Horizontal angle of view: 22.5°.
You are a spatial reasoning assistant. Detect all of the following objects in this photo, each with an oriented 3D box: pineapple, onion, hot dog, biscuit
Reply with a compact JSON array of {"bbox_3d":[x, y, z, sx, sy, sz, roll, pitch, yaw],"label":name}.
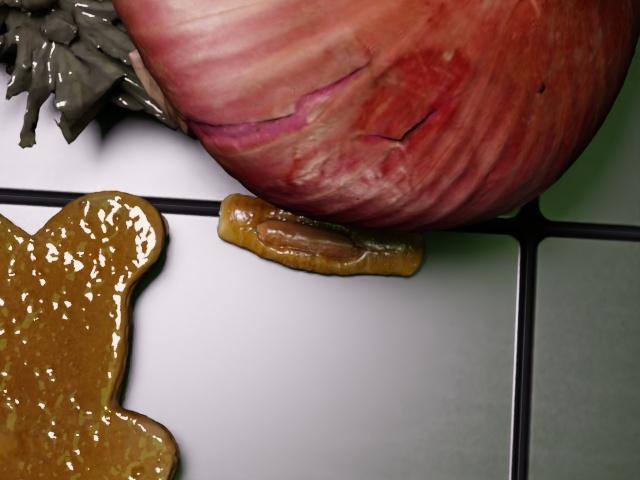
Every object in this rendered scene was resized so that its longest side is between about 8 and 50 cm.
[{"bbox_3d":[-0.203,-0.186,1.006,0.169,0.169,0.340,-40,93,-5],"label":"pineapple"},{"bbox_3d":[0.030,-0.180,0.930,0.354,0.353,0.353,0,83,-1],"label":"onion"},{"bbox_3d":[0.000,0.000,1.039,0.137,0.028,0.044,13,90,-1],"label":"hot dog"},{"bbox_3d":[-0.185,0.121,1.010,0.197,0.049,0.301,-2,82,7],"label":"biscuit"}]
